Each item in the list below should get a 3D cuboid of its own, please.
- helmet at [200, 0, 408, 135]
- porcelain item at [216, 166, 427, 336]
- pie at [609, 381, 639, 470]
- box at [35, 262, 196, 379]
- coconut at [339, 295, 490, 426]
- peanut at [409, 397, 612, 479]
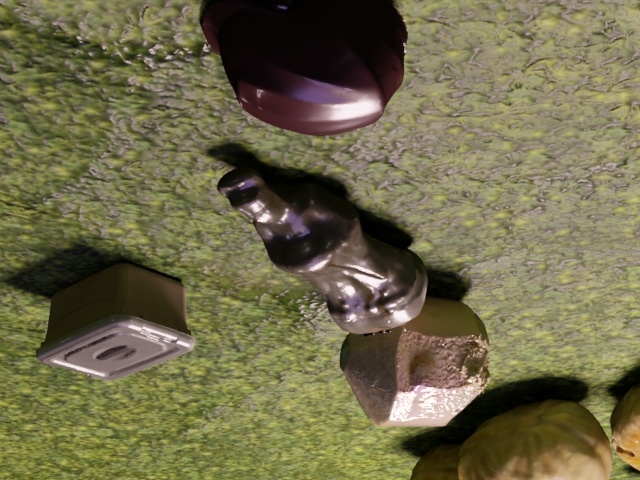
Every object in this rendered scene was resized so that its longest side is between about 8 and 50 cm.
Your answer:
[{"bbox_3d":[-0.009,-0.100,0.837,0.123,0.070,0.098,-3,155,0],"label":"helmet"},{"bbox_3d":[0.000,0.000,1.069,0.081,0.069,0.216,-11,149,29],"label":"porcelain item"},{"bbox_3d":[0.464,0.183,1.466,0.339,0.083,0.339,-1,158,0],"label":"pie"},{"bbox_3d":[-0.171,0.068,1.196,0.122,0.062,0.089,-22,148,39],"label":"box"},{"bbox_3d":[0.075,0.102,1.224,0.122,0.116,0.116,4,155,-22],"label":"coconut"},{"bbox_3d":[0.203,0.257,1.553,0.147,0.147,0.305,7,158,-18],"label":"peanut"}]
